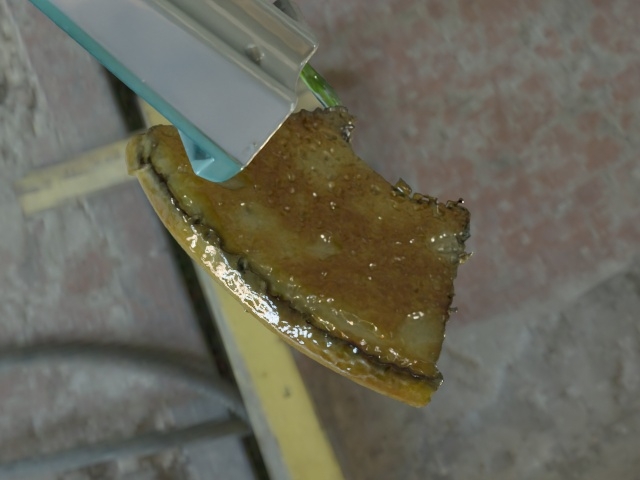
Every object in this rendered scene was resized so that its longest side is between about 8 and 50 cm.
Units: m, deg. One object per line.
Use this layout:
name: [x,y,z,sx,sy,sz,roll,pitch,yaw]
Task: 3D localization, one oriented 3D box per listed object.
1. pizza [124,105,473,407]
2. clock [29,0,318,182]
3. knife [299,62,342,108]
pizza: [0.000,0.000,1.408,0.223,0.323,0.089,-35,159,-43]
clock: [-0.127,-0.192,1.166,0.116,0.262,0.231,-43,122,11]
knife: [-0.020,-0.195,1.961,0.184,0.026,0.022,50,64,-31]
